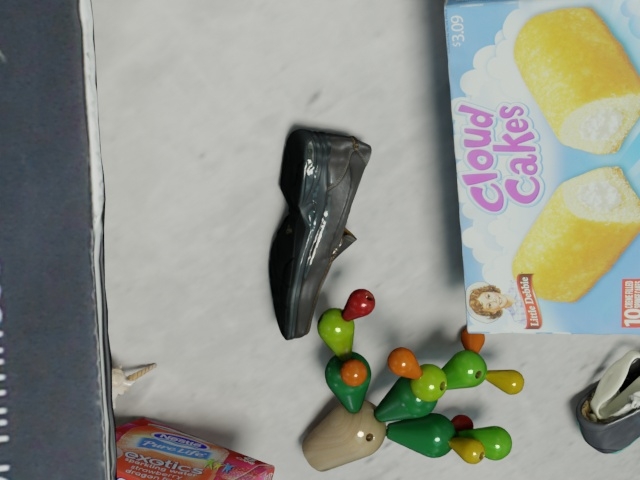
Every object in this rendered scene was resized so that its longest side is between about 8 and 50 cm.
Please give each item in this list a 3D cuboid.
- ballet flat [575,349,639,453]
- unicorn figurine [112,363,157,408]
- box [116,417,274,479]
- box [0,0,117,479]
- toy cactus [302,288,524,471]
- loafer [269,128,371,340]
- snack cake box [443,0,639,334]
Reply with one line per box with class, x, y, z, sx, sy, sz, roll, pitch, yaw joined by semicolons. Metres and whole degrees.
ballet flat;0.308;0.110;0.929;0.203;0.074;0.074;-42;119;10
unicorn figurine;-0.218;0.132;0.795;0.161;0.060;0.111;20;103;-20
box;-0.139;0.283;0.801;0.128;0.122;0.257;15;98;21
box;-0.339;-0.039;0.438;0.471;0.297;0.480;-3;86;-15
toy cactus;0.056;0.128;0.861;0.180;0.112;0.219;-37;130;28
loafer;0.000;0.000;0.792;0.061;0.062;0.170;0;117;-21
snack cake box;0.175;-0.062;0.760;0.152;0.089;0.264;-2;120;12
